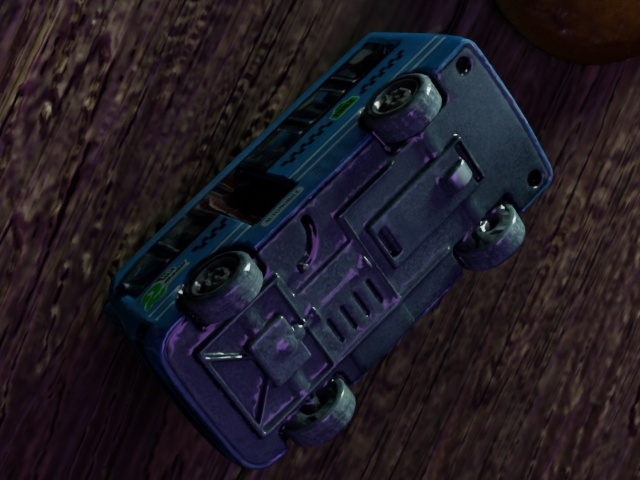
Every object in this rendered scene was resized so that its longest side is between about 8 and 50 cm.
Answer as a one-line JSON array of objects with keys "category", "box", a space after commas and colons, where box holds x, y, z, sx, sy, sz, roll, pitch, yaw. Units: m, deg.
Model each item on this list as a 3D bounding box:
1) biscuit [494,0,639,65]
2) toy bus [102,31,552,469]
[{"category": "biscuit", "box": [0.175, -0.209, 1.178, 0.212, 0.036, 0.212, -7, 105, -28]}, {"category": "toy bus", "box": [0.000, 0.000, 1.068, 0.246, 0.134, 0.113, -45, 120, -15]}]
